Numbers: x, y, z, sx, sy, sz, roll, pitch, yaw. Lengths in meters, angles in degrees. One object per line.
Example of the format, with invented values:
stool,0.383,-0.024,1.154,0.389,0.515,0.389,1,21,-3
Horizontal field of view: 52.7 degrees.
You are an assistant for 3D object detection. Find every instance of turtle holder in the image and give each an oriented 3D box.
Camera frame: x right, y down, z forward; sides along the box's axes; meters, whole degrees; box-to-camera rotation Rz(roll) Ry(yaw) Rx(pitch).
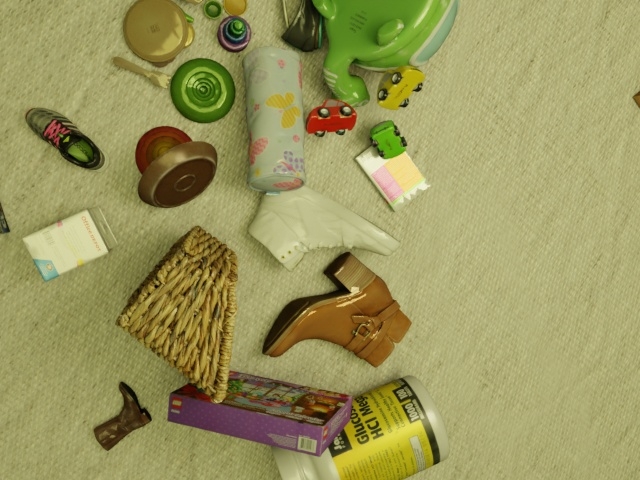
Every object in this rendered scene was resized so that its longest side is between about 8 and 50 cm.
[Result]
turtle holder,0.138,-0.410,1.229,0.227,0.243,0.320,16,84,-57

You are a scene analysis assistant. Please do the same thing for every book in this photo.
book,0.151,-0.145,1.366,0.096,0.035,0.144,-38,101,-5

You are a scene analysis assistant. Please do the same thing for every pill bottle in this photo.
pill bottle,0.077,0.421,1.319,0.334,0.188,0.188,-21,99,-11

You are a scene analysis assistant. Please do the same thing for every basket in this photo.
basket,-0.208,0.115,1.172,0.223,0.299,0.213,40,84,-10

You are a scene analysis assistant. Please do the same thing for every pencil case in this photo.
pencil case,-0.090,-0.227,1.224,0.113,0.124,0.273,3,76,-28

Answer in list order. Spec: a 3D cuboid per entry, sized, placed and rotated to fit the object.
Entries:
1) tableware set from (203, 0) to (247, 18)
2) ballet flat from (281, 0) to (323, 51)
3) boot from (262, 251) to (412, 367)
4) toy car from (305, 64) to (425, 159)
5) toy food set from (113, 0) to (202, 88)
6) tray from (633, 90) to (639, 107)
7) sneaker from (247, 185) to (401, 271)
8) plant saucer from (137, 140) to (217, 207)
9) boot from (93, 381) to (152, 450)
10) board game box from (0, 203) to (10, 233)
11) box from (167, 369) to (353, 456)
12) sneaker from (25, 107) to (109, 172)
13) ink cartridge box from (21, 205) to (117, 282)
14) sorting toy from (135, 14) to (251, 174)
tableware set,-0.163,-0.496,1.268,0.154,0.024,0.104,-19,99,-11
ballet flat,-0.024,-0.516,1.265,0.096,0.095,0.280,10,93,-1
boot,0.038,0.190,1.345,0.283,0.109,0.220,-46,107,-13
toy car,0.107,-0.236,1.260,0.239,0.225,0.053,-23,58,14
toy food set,-0.311,-0.402,1.241,0.132,0.038,0.192,23,95,-6
tray,0.927,-0.234,1.510,0.203,0.076,0.411,-39,103,-7
sneaker,0.000,0.000,1.293,0.292,0.108,0.169,27,91,8
plant saucer,-0.260,-0.116,1.211,0.168,0.168,0.029,-36,71,-7
boot,-0.411,0.352,1.284,0.114,0.037,0.106,-32,99,-4
board game box,-0.718,-0.061,1.172,0.243,0.042,0.165,-16,98,-11
box,-0.106,0.311,1.203,0.293,0.201,0.057,8,94,16
sneaker,-0.472,-0.189,1.199,0.170,0.075,0.063,39,86,-13
ink cartridge box,-0.462,0.002,1.211,0.143,0.090,0.092,-25,100,-10
sorting toy,-0.232,-0.269,1.221,0.127,0.126,0.365,29,89,-13
